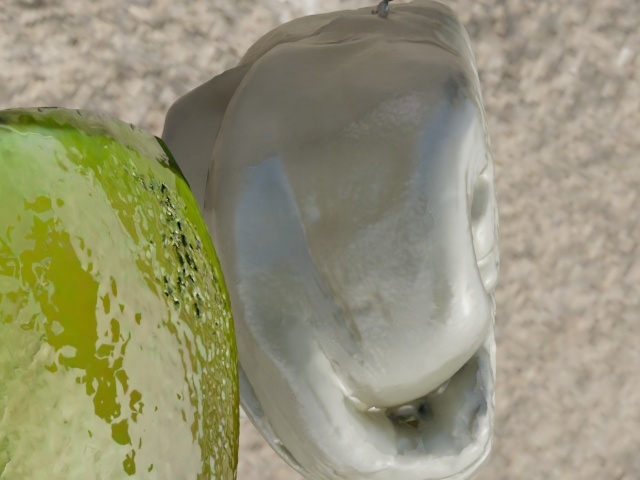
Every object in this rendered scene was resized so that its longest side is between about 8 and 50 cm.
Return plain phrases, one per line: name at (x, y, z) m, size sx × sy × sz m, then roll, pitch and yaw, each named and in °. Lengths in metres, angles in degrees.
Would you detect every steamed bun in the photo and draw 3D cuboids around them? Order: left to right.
steamed bun at (0.000, 0.000, 1.249) m, size 0.255 × 0.367 × 0.342 m, roll -2°, pitch 113°, yaw 6°

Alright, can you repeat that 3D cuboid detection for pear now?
pear at (-0.169, 0.141, 0.756) m, size 0.399 × 0.165 × 0.399 m, roll -37°, pitch 162°, yaw -15°
